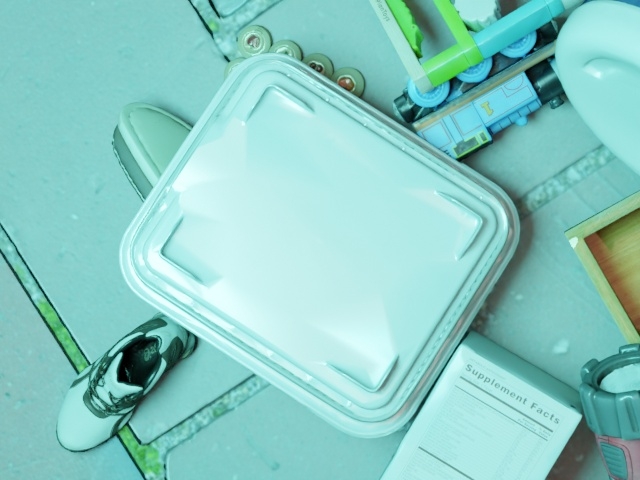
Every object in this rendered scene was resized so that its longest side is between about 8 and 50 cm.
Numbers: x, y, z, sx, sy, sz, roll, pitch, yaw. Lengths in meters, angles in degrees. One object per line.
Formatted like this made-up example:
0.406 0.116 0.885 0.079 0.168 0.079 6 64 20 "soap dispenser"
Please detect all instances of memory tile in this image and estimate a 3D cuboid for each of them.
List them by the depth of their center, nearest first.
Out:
-0.036 -0.152 1.335 0.148 0.012 0.113 25 97 8 "memory tile"

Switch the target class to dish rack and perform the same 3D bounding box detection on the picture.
0.000 0.000 1.205 0.332 0.072 0.286 33 86 2 "dish rack"

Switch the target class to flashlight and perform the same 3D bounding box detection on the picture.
0.329 0.250 1.204 0.103 0.103 0.304 -15 111 17 "flashlight"

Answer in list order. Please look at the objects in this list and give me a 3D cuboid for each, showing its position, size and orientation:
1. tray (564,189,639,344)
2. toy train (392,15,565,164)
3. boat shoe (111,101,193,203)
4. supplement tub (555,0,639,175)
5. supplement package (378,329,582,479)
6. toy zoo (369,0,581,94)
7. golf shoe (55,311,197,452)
0.467 -0.022 1.218 0.411 0.076 0.203 -30 86 9 "tray"
0.166 -0.153 1.268 0.184 0.080 0.105 -30 95 9 "toy train"
-0.109 -0.002 1.306 0.324 0.116 0.097 46 127 5 "boat shoe"
0.393 -0.211 1.115 0.235 0.235 0.325 43 80 6 "supplement tub"
0.142 0.231 1.255 0.139 0.134 0.244 31 97 8 "supplement package"
0.185 -0.290 1.236 0.293 0.030 0.192 -31 58 9 "toy zoo"
-0.222 0.152 1.341 0.077 0.094 0.198 43 100 5 "golf shoe"
